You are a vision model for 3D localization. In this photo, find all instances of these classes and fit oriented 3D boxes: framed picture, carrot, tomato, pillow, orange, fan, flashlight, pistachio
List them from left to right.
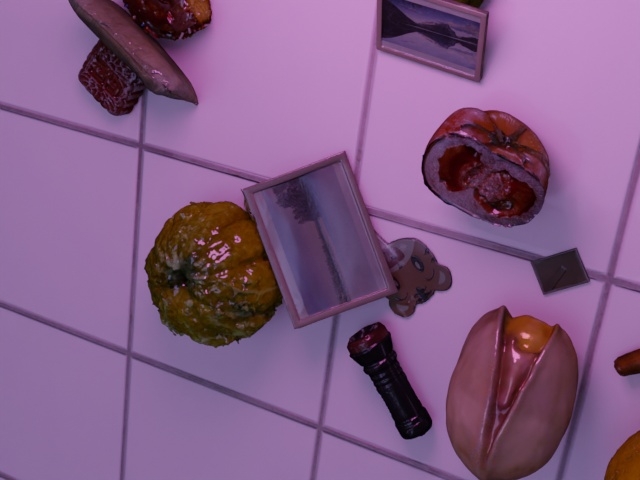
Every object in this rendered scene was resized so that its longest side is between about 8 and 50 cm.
[{"bbox_3d":[-0.367,-0.380,1.919,0.302,0.185,0.075,45,100,8],"label":"pillow"},{"bbox_3d":[-0.225,0.068,1.965,0.301,0.223,0.300,-21,90,32],"label":"orange"},{"bbox_3d":[0.000,0.000,1.874,0.213,0.016,0.289,-20,94,3],"label":"framed picture"},{"bbox_3d":[0.139,0.277,1.922,0.093,0.093,0.232,-24,99,32],"label":"flashlight"},{"bbox_3d":[0.139,0.031,1.881,0.152,0.008,0.227,-41,85,31],"label":"fan"},{"bbox_3d":[0.187,-0.358,1.682,0.203,0.015,0.150,23,146,19],"label":"framed picture"},{"bbox_3d":[0.291,-0.141,1.657,0.214,0.155,0.181,32,139,0],"label":"tomato"},{"bbox_3d":[0.332,0.276,1.731,0.229,0.230,0.309,20,105,21],"label":"pistachio"},{"bbox_3d":[0.423,0.055,1.738,0.089,0.006,0.066,-21,96,32],"label":"framed picture"},{"bbox_3d":[0.582,0.196,1.677,0.161,0.055,0.055,-23,95,38],"label":"carrot"}]

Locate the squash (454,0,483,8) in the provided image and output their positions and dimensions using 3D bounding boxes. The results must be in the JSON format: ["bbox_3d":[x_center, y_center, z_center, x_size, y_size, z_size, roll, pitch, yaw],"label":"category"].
[{"bbox_3d":[0.263,-0.476,1.613,0.080,0.071,0.319,16,118,1],"label":"squash"}]

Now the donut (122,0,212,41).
[{"bbox_3d":[-0.282,-0.501,1.881,0.216,0.096,0.230,9,110,27],"label":"donut"}]

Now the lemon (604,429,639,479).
[{"bbox_3d":[0.612,0.415,1.610,0.310,0.258,0.258,-42,84,27],"label":"lemon"}]

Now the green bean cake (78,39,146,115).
[{"bbox_3d":[-0.427,-0.341,2.033,0.135,0.056,0.136,44,121,7],"label":"green bean cake"}]
